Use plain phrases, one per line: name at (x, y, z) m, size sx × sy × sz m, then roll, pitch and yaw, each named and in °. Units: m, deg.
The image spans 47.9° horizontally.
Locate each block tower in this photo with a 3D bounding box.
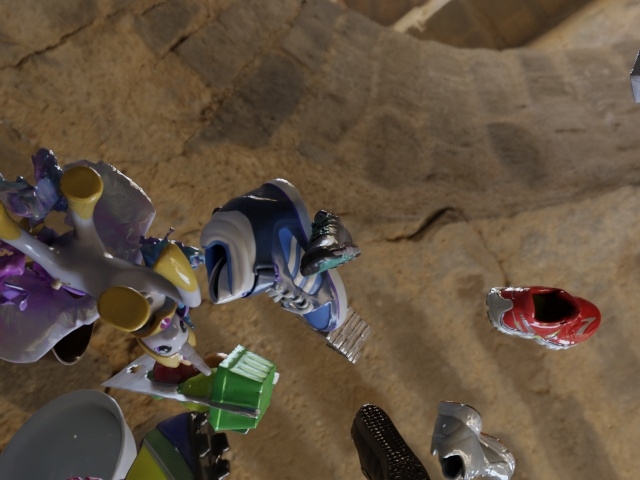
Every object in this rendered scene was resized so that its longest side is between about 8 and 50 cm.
block tower at (0.000, 0.149, 1.567) m, size 0.091 × 0.097 × 0.335 m, roll 28°, pitch 165°, yaw 40°

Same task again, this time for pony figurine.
pony figurine at (-0.286, 0.034, 0.873) m, size 0.351 × 0.363 × 0.303 m, roll 32°, pitch -109°, yaw 9°

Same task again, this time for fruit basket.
fruit basket at (-0.292, 0.341, 1.700) m, size 0.327 × 0.353 × 0.165 m, roll -41°, pitch -45°, yaw -83°

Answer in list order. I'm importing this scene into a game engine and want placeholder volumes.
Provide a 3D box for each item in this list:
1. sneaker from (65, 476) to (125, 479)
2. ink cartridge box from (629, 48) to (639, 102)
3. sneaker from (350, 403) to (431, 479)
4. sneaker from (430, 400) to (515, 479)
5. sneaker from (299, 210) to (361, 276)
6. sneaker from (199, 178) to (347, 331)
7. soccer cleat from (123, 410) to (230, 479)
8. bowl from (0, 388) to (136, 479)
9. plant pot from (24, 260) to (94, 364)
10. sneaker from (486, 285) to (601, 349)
sneaker at (-0.286, 0.388, 0.990) m, size 0.252 × 0.103 × 0.111 m, roll -1°, pitch -76°, yaw -39°
ink cartridge box at (0.446, -0.194, 0.756) m, size 0.046 × 0.207 × 0.097 m, roll 53°, pitch -124°, yaw -43°
sneaker at (0.096, 0.318, 0.993) m, size 0.066 × 0.071 × 0.188 m, roll -2°, pitch -138°, yaw -25°
sneaker at (0.278, 0.414, 1.367) m, size 0.262 × 0.099 × 0.121 m, roll 48°, pitch -122°, yaw -32°
sneaker at (0.000, 0.000, 1.194) m, size 0.098 × 0.083 × 0.223 m, roll 65°, pitch -167°, yaw 5°
sneaker at (-0.097, 0.075, 1.261) m, size 0.236 × 0.130 × 0.323 m, roll -39°, pitch -62°, yaw -36°
soccer cleat at (-0.163, 0.297, 0.751) m, size 0.093 × 0.121 × 0.289 m, roll 61°, pitch -170°, yaw -25°
bowl at (-0.440, 0.430, 1.303) m, size 0.298 × 0.298 × 0.134 m, roll -95°, pitch -22°, yaw -44°
plant pot at (-0.598, 0.135, 1.423) m, size 0.215 × 0.230 × 0.215 m, roll 0°, pitch -90°, yaw -84°
sneaker at (0.425, 0.135, 1.289) m, size 0.279 × 0.118 × 0.107 m, roll 8°, pitch -108°, yaw -34°
